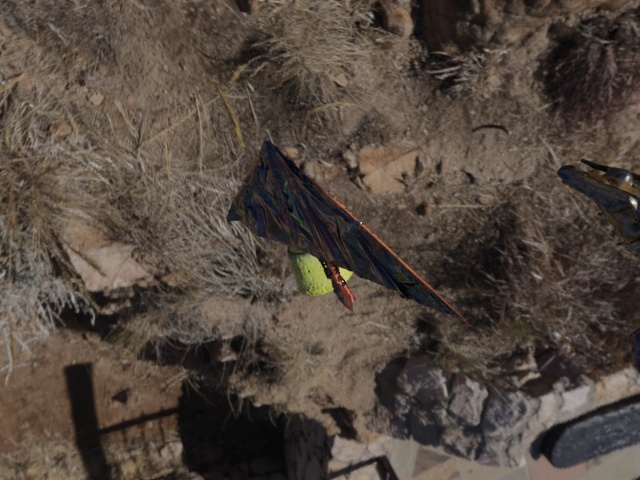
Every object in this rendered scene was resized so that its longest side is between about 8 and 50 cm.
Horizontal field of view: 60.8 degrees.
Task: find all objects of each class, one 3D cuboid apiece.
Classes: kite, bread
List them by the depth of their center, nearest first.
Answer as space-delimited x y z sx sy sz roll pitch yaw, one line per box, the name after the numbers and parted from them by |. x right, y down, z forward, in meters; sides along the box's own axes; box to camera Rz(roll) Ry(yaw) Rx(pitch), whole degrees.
0.000 0.000 0.399 0.009 0.232 0.189 -50 140 -23 | kite
0.002 0.030 1.018 0.111 0.129 0.114 -14 126 16 | bread

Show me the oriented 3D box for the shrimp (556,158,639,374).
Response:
0.255 0.038 0.357 0.143 0.251 0.052 -49 158 -7 | shrimp
